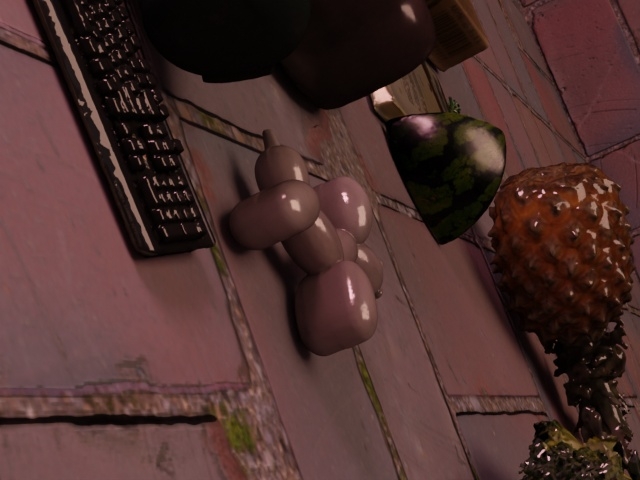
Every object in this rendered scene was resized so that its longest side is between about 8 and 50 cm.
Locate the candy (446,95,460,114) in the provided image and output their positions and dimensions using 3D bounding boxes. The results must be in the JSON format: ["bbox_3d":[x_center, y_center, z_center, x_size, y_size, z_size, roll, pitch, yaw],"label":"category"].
[{"bbox_3d":[0.164,-0.172,1.699,0.023,0.025,0.083,27,-5,12],"label":"candy"}]

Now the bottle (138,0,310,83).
[{"bbox_3d":[-0.073,-0.251,0.913,0.144,0.144,0.336,45,27,-49],"label":"bottle"}]

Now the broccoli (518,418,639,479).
[{"bbox_3d":[0.337,0.242,1.145,0.252,0.362,0.221,110,-21,-52],"label":"broccoli"}]

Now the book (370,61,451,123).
[{"bbox_3d":[0.101,-0.173,1.526,0.289,0.026,0.201,37,32,-57],"label":"book"}]

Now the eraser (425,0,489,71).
[{"bbox_3d":[0.112,-0.339,1.686,0.343,0.078,0.144,32,35,-65],"label":"eraser"}]

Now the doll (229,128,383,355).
[{"bbox_3d":[0.000,0.000,0.933,0.161,0.059,0.160,57,20,-25],"label":"doll"}]

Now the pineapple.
[{"bbox_3d":[0.295,0.090,1.570,0.175,0.175,0.361,-51,131,-71],"label":"pineapple"}]

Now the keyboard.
[{"bbox_3d":[-0.120,-0.098,0.765,0.230,0.025,0.094,67,19,4],"label":"keyboard"}]

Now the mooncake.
[{"bbox_3d":[0.007,-0.234,1.165,0.245,0.133,0.244,-23,90,-80],"label":"mooncake"}]

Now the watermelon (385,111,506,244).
[{"bbox_3d":[0.122,-0.063,1.404,0.094,0.125,0.135,-173,-94,-75],"label":"watermelon"}]
